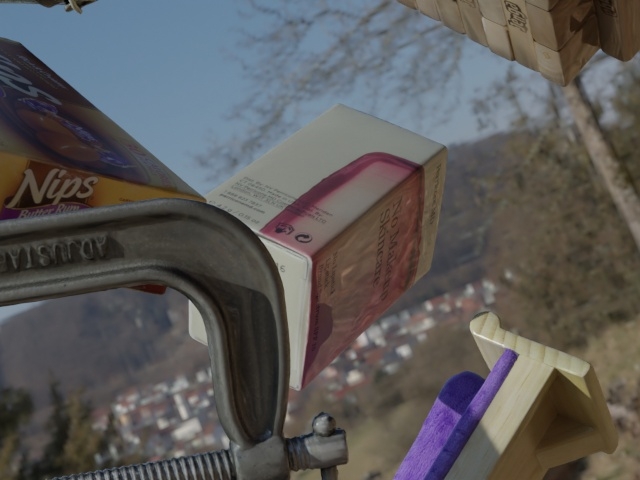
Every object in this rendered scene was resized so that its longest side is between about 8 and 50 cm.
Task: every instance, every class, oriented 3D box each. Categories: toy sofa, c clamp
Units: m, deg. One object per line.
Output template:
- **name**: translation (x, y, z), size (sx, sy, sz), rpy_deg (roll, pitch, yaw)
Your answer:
- **toy sofa**: translation (0.085, 0.245, 1.098), size (0.177, 0.150, 0.362), rpy_deg (21, 66, 35)
- **c clamp**: translation (-0.067, 0.056, 0.389), size (0.160, 0.137, 0.022), rpy_deg (-3, 14, -11)

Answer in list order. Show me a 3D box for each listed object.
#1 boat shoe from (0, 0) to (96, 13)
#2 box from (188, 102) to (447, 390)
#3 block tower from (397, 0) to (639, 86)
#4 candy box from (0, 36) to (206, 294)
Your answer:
- **boat shoe**: translation (-0.172, -0.190, 0.908), size (0.219, 0.070, 0.078), rpy_deg (5, -21, 32)
- **box**: translation (0.000, 0.000, 1.181), size (0.127, 0.149, 0.232), rpy_deg (24, 39, 25)
- **block tower**: translation (0.034, -0.202, 0.716), size (0.091, 0.335, 0.097), rpy_deg (-47, -34, -15)
- **candy box**: translation (-0.147, -0.047, 0.582), size (0.109, 0.186, 0.053), rpy_deg (14, -70, -45)
